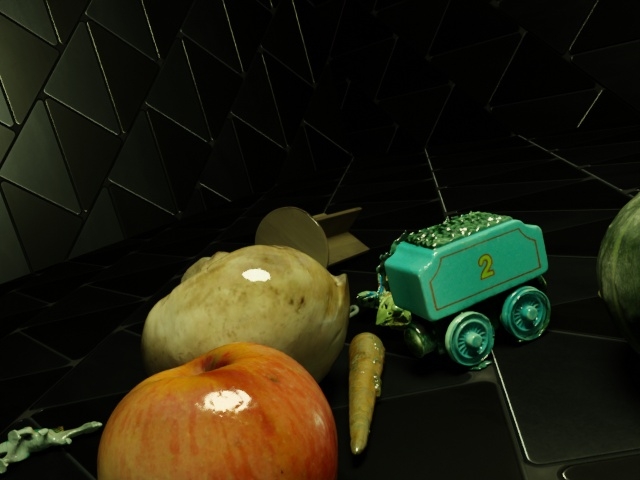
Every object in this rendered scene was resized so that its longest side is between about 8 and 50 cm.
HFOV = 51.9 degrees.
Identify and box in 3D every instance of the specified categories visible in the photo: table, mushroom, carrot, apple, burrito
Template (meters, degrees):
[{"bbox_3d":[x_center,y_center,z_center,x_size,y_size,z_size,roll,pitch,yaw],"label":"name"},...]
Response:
[{"bbox_3d":[0.000,0.000,1.346,0.167,0.167,0.226,-7,6,33],"label":"table"},{"bbox_3d":[-0.080,0.103,0.768,0.254,0.255,0.184,-19,43,-17],"label":"mushroom"},{"bbox_3d":[0.049,0.168,0.749,0.049,0.049,0.254,-13,15,11],"label":"carrot"},{"bbox_3d":[-0.090,0.181,0.575,0.209,0.164,0.209,-14,10,2],"label":"apple"},{"bbox_3d":[0.109,0.081,1.032,0.104,0.054,0.288,-14,12,8],"label":"burrito"}]

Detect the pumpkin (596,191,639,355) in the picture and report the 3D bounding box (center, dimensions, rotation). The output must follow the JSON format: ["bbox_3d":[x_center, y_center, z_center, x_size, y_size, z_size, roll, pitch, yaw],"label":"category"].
[{"bbox_3d":[0.410,0.021,0.599,0.300,0.207,0.300,-26,2,1],"label":"pumpkin"}]

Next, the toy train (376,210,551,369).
[{"bbox_3d":[0.183,0.054,0.809,0.203,0.163,0.112,-21,15,-22],"label":"toy train"}]

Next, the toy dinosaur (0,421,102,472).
[{"bbox_3d":[-0.386,0.266,0.869,0.187,0.044,0.106,-24,-5,21],"label":"toy dinosaur"}]

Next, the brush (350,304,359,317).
[{"bbox_3d":[-0.024,0.151,0.974,0.062,0.027,0.266,-3,13,42],"label":"brush"}]
